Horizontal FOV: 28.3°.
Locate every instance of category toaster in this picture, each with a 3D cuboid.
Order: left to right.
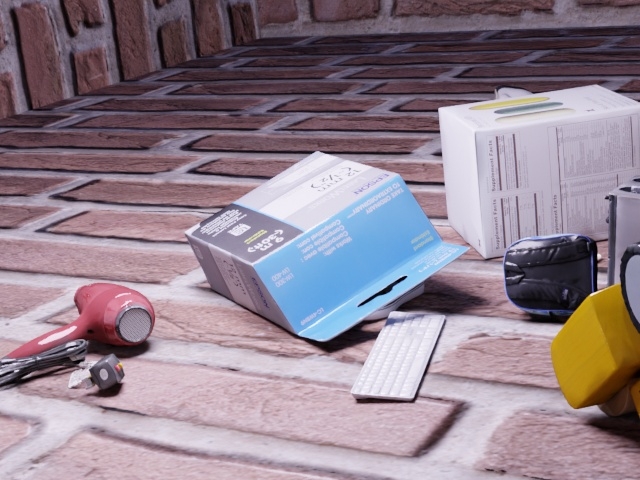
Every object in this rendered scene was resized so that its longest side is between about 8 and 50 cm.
[{"bbox_3d":[0.413,0.017,1.548,0.110,0.185,0.168,5,12,26],"label":"toaster"}]

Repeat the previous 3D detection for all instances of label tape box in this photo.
[{"bbox_3d":[0.000,0.000,1.740,0.249,0.115,0.348,-32,23,-20],"label":"label tape box"}]

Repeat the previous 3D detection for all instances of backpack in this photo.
[{"bbox_3d":[0.293,0.045,1.607,0.114,0.105,0.084,-2,-5,18],"label":"backpack"}]

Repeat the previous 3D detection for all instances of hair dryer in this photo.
[{"bbox_3d":[-0.328,0.115,1.651,0.224,0.080,0.293,-4,16,11],"label":"hair dryer"}]

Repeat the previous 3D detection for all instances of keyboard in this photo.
[{"bbox_3d":[0.098,0.135,1.529,0.072,0.014,0.256,-2,17,15],"label":"keyboard"}]

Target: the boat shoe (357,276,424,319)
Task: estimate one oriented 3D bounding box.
[{"bbox_3d":[0.091,0.068,1.707,0.049,0.040,0.142,6,21,36],"label":"boat shoe"}]

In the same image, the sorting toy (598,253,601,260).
[{"bbox_3d":[0.348,0.025,1.799,0.083,0.012,0.062,7,22,37],"label":"sorting toy"}]

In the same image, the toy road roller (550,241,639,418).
[{"bbox_3d":[0.379,0.131,1.204,0.203,0.240,0.329,-11,-20,-13],"label":"toy road roller"}]

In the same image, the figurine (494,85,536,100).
[{"bbox_3d":[0.462,-0.268,2.581,0.210,0.092,0.215,0,8,6],"label":"figurine"}]

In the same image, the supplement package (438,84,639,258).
[{"bbox_3d":[0.338,-0.110,1.931,0.263,0.198,0.199,-9,17,-8],"label":"supplement package"}]
